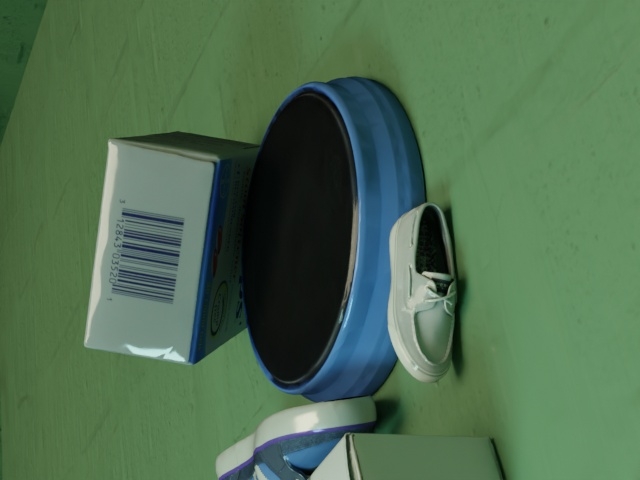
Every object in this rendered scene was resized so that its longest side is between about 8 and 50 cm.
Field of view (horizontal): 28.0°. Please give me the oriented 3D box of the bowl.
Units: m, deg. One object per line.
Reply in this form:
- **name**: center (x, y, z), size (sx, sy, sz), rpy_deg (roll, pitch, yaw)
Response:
- **bowl**: center (0.000, 0.000, 1.518), size (0.391, 0.077, 0.391), rpy_deg (-176, 90, -67)

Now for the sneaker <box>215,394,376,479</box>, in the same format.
- **sneaker**: center (-0.010, 0.322, 1.447), size (0.323, 0.130, 0.236), rpy_deg (-39, 60, 53)

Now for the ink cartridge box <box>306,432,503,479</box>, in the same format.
- **ink cartridge box**: center (0.059, 0.271, 1.228), size (0.218, 0.158, 0.092), rpy_deg (125, 143, -49)

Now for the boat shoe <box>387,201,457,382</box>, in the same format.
- **boat shoe**: center (0.110, 0.048, 1.284), size (0.063, 0.066, 0.184), rpy_deg (132, 146, -56)

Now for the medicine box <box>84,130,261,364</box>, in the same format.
- **medicine box**: center (-0.179, 0.000, 1.684), size (0.289, 0.149, 0.264), rpy_deg (-29, -52, -77)
